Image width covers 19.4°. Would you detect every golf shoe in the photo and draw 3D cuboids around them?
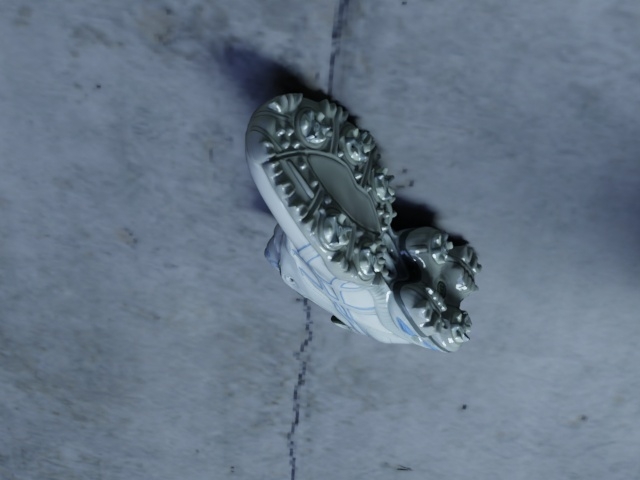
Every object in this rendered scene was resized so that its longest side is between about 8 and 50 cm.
[{"bbox_3d":[0.000,0.000,0.858,0.086,0.069,0.176,-5,144,33],"label":"golf shoe"}]
